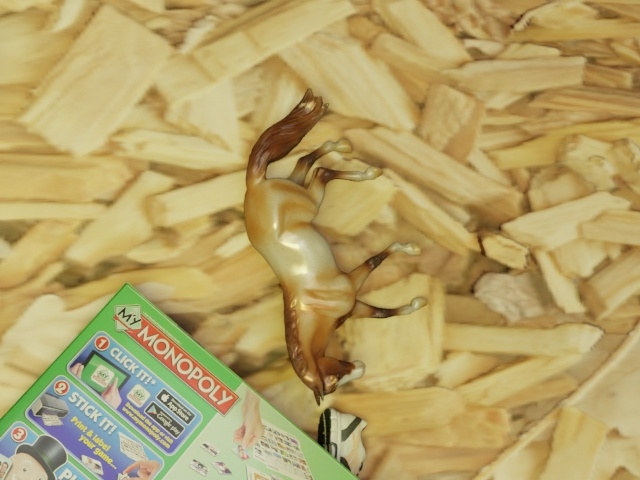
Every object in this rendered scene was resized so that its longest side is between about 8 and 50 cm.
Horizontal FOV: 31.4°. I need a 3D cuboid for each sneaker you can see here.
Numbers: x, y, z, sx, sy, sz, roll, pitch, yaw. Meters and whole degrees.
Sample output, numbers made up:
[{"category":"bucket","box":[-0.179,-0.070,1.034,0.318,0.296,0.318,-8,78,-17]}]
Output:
[{"category":"sneaker","box":[0.021,0.205,1.014,0.044,0.040,0.109,11,73,-22]}]

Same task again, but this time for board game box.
[{"category":"board game box","box":[-0.109,0.215,0.927,0.317,0.046,0.213,40,66,1]}]

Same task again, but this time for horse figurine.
[{"category":"horse figurine","box":[0.000,0.000,1.045,0.174,0.066,0.263,-24,89,-31]}]
